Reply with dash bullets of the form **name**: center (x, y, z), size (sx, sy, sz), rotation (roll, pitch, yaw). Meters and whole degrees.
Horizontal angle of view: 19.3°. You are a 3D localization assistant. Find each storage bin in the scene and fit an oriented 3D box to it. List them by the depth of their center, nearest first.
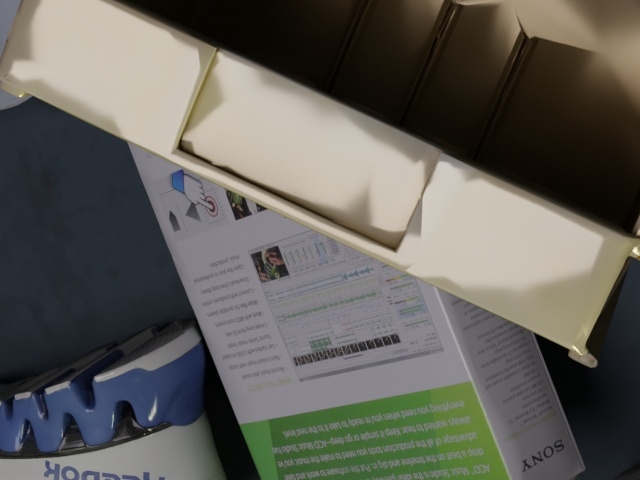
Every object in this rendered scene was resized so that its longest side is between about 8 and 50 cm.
- **storage bin**: center (0.031, -0.077, 0.798), size (0.262, 0.260, 0.123), rotation (26, 105, 7)

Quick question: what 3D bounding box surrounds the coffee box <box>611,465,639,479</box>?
- **coffee box**: center (0.274, 0.261, 0.820), size (0.338, 0.334, 0.338), rotation (-24, 91, 35)

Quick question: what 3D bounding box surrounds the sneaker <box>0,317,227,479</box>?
- **sneaker**: center (-0.173, 0.177, 1.199), size (0.315, 0.127, 0.182), rotation (-18, 96, 36)

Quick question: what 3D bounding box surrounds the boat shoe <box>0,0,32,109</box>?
- **boat shoe**: center (-0.241, -0.128, 1.177), size (0.258, 0.084, 0.095), rotation (-10, 123, 36)

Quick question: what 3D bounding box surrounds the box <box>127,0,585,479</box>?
- **box**: center (0.000, 0.000, 1.042), size (0.232, 0.058, 0.322), rotation (-17, 94, 55)
